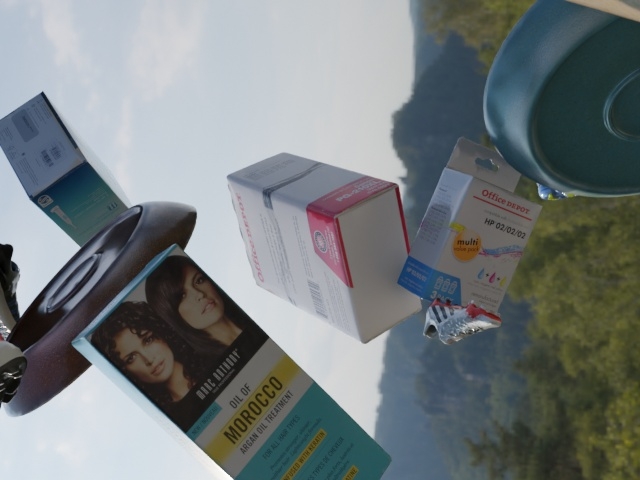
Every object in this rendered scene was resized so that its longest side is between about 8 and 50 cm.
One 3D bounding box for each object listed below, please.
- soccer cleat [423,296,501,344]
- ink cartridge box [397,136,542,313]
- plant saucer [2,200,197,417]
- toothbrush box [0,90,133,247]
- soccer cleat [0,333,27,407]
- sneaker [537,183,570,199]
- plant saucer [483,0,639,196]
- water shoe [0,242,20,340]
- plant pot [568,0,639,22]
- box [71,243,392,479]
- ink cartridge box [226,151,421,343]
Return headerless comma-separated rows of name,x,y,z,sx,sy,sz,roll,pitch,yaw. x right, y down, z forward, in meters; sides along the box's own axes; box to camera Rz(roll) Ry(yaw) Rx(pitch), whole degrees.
soccer cleat,0.111,0.066,0.671,0.083,0.029,0.035,4,69,60
ink cartridge box,0.174,-0.012,0.952,0.061,0.104,0.181,33,103,63
plant saucer,-0.266,0.060,0.972,0.050,0.311,0.310,44,-149,-19
toothbrush box,-0.473,-0.107,1.644,0.216,0.126,0.295,52,173,32
soccer cleat,-0.390,0.157,0.669,0.318,0.116,0.108,-40,-12,-41
sneaker,0.336,-0.097,1.193,0.188,0.067,0.078,-4,-97,-69
plant saucer,0.317,-0.143,0.809,0.317,0.318,0.043,83,180,-51
water shoe,-0.415,0.067,1.110,0.203,0.073,0.080,116,179,-60
plant pot,0.183,-0.239,0.417,0.305,0.334,0.333,45,151,40
box,-0.065,0.125,0.658,0.100,0.244,0.060,-49,11,-24
ink cartridge box,0.000,0.000,1.052,0.100,0.237,0.171,-28,-61,-27
